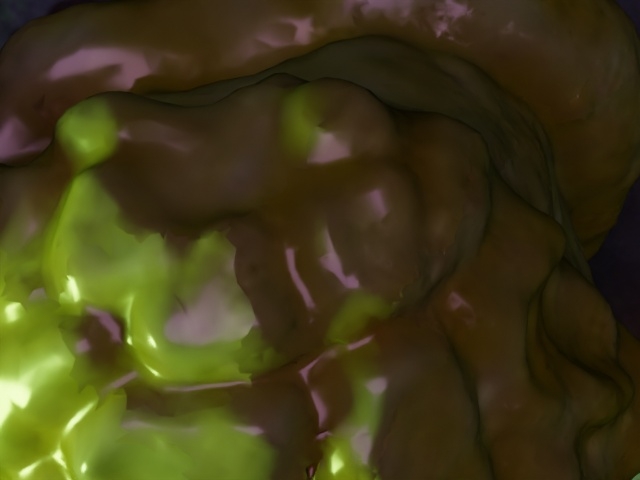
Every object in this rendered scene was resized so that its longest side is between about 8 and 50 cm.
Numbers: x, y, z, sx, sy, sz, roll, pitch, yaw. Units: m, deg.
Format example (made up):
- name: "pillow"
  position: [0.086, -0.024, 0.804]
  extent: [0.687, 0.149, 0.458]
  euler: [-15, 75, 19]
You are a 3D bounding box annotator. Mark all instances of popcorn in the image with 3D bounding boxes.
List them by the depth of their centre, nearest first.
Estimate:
- name: "popcorn"
  position: [0.000, 0.000, 0.815]
  extent: [0.349, 0.349, 0.381]
  euler: [20, 87, 7]
